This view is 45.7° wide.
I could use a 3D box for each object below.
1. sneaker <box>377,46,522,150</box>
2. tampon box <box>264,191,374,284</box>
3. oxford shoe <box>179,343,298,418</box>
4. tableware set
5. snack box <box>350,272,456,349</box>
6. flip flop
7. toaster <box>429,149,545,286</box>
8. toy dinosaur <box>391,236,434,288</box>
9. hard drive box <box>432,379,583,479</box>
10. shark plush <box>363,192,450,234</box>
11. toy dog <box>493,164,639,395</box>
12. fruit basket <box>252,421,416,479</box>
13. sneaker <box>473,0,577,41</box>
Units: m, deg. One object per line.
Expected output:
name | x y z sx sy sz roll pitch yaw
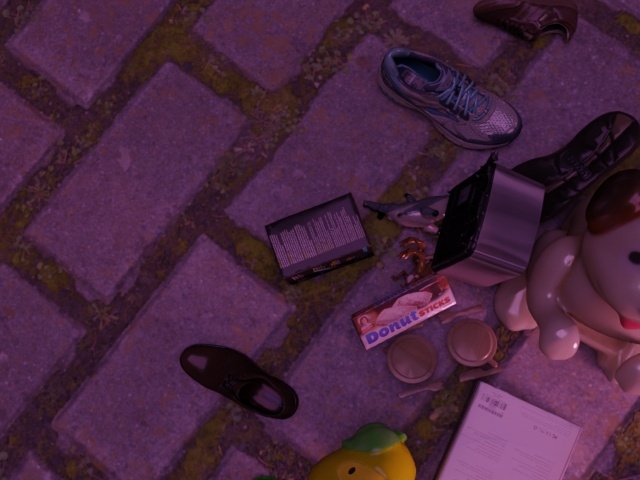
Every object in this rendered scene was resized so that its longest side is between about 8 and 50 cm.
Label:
sneaker | 0.225 -0.253 1.347 0.283 0.122 0.110 27 85 9
tampon box | 0.000 0.000 1.329 0.161 0.120 0.101 -20 80 2
oxford shoe | -0.147 0.239 1.318 0.227 0.096 0.082 22 85 10
tableware set | 0.210 0.196 1.319 0.194 0.039 0.128 -14 68 -2
snack box | 0.142 0.118 1.303 0.178 0.022 0.064 -26 106 -7
flip flop | 0.428 -0.119 1.320 0.277 0.080 0.112 -38 70 15
toaster | 0.272 -0.027 1.239 0.110 0.186 0.168 19 73 -9
toy dinosaur | 0.192 0.042 1.344 0.211 0.064 0.112 -42 109 -1
hard drive box | 0.296 0.373 1.253 0.181 0.089 0.232 25 83 9
shark plush | 0.160 -0.055 1.373 0.161 0.073 0.067 -1 59 26
toy dog | 0.480 0.039 1.128 0.285 0.408 0.395 36 86 10
fruit basket | 0.020 0.472 1.158 0.392 0.283 0.392 4 101 23
sneaker | 0.374 -0.402 1.386 0.188 0.066 0.071 3 82 7
